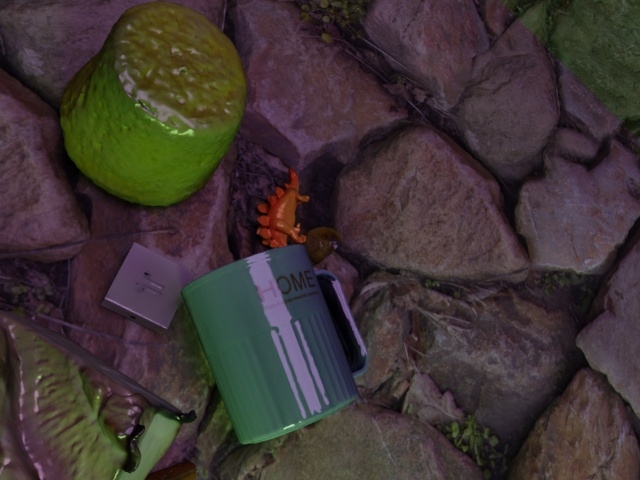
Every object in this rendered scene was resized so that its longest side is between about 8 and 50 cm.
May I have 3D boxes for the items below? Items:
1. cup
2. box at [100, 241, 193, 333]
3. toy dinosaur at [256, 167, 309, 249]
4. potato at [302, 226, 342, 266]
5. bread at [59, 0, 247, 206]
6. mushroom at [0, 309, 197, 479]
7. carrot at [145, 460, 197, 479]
[{"bbox_3d":[-0.082,0.200,1.317,0.311,0.257,0.331,69,14,10],"label":"cup"},{"bbox_3d":[-0.336,0.093,1.311,0.129,0.051,0.130,30,56,-16],"label":"box"},{"bbox_3d":[-0.090,-0.039,1.508,0.117,0.070,0.288,14,66,-22],"label":"toy dinosaur"},{"bbox_3d":[0.000,0.000,1.522,0.066,0.103,0.096,41,53,-12],"label":"potato"},{"bbox_3d":[-0.317,-0.276,1.332,0.348,0.308,0.348,15,58,-25],"label":"bread"},{"bbox_3d":[-0.460,0.295,1.077,0.397,0.224,0.313,32,78,12],"label":"mushroom"},{"bbox_3d":[-0.292,0.432,1.183,0.161,0.055,0.055,-17,78,-39],"label":"carrot"}]
